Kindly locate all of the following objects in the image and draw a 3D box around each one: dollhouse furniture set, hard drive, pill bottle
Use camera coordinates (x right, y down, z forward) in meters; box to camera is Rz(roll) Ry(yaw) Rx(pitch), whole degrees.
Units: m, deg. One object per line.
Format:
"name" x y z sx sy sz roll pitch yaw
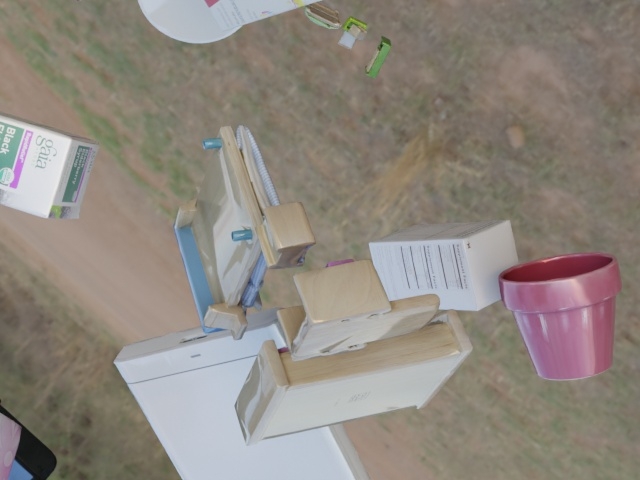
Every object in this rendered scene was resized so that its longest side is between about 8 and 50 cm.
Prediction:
"dollhouse furniture set" 0.000 0.000 1.017 0.286 0.198 0.303 116 139 -54
"hard drive" -0.078 0.261 1.302 0.233 0.047 0.353 -15 114 24
"pill bottle" -0.191 -0.456 1.567 0.204 0.204 0.361 54 -165 -38
"dollhouse furniture set" 0.029 -0.310 1.588 0.152 0.058 0.076 23 -154 -14

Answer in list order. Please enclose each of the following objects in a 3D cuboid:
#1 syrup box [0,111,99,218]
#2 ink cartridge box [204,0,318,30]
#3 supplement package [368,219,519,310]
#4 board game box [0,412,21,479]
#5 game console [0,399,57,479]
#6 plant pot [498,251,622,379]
"syrup box" -0.380 -0.102 1.167 0.237 0.093 0.096 18 -176 8
"ink cartridge box" -0.058 -0.333 1.236 0.127 0.175 0.072 56 -160 -68
"supplement package" 0.230 0.046 1.924 0.244 0.139 0.133 -2 104 51
"board game box" -0.366 0.231 0.591 0.319 0.318 0.066 5 155 16
"game console" -0.581 0.364 1.732 0.250 0.293 0.173 45 133 -7
"plant pot" 0.410 0.129 1.744 0.201 0.201 0.180 6 109 63
